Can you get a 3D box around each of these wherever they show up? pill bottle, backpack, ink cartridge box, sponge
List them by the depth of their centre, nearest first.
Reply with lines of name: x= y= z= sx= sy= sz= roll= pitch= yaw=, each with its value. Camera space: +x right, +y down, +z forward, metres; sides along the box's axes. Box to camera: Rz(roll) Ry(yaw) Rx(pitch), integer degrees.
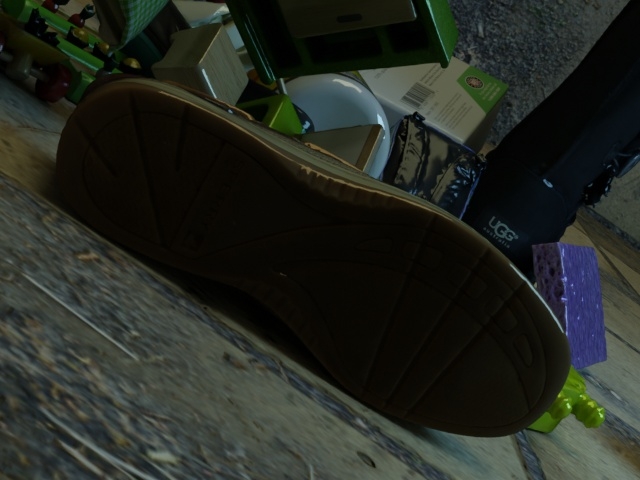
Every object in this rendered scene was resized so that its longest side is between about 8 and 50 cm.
pill bottle: x=-0.010 y=-0.112 z=1.338 sx=0.117 sy=0.117 sz=0.215 roll=34 pitch=11 yaw=-16
sponge: x=0.238 y=0.063 z=1.426 sx=0.031 sy=0.117 sz=0.210 roll=-5 pitch=-4 yaw=20
backpack: x=0.089 y=-0.046 z=1.432 sx=0.105 sy=0.084 sz=0.114 roll=32 pitch=52 yaw=-12
ink cartridge box: x=0.066 y=-0.151 z=1.584 sx=0.219 sy=0.092 sz=0.160 roll=29 pitch=36 yaw=10

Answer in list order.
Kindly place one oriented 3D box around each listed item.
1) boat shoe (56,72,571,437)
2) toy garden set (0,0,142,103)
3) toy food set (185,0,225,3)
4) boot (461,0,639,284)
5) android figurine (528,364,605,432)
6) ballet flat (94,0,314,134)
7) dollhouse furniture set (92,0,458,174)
boat shoe: x=0.000 y=0.000 z=0.913 sx=0.342 sy=0.123 sz=0.123 roll=28 pitch=14 yaw=-14
toy garden set: x=-0.185 y=-0.145 z=1.106 sx=0.204 sy=0.049 sz=0.244 roll=28 pitch=14 yaw=-40
toy food set: x=-0.117 y=-0.220 z=1.491 sx=0.218 sy=0.128 sz=0.071 roll=27 pitch=35 yaw=-62
boot: x=0.299 y=-0.146 z=1.581 sx=0.146 sy=0.445 sz=0.367 roll=37 pitch=11 yaw=-1
android figurine: x=0.109 y=0.058 z=1.179 sx=0.273 sy=0.056 sz=0.248 roll=42 pitch=12 yaw=35
ballet flat: x=-0.089 y=-0.135 z=1.227 sx=0.280 sy=0.096 sz=0.095 roll=51 pitch=-16 yaw=41
dollhouse furniture set: x=-0.043 y=-0.193 z=0.986 sx=0.301 sy=0.151 sz=0.197 roll=65 pitch=34 yaw=-35
